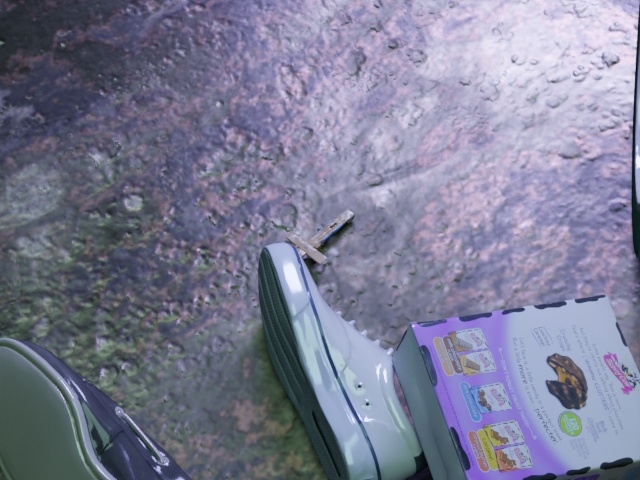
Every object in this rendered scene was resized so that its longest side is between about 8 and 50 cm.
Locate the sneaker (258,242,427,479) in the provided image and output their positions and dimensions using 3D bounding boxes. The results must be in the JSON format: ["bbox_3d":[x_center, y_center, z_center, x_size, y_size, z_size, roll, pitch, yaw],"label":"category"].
[{"bbox_3d":[0.017,0.113,1.592,0.091,0.094,0.258,-12,65,-22],"label":"sneaker"}]

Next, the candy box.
[{"bbox_3d":[0.183,0.144,1.529,0.196,0.070,0.165,-7,60,-20],"label":"candy box"}]

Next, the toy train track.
[{"bbox_3d":[0.000,0.000,1.685,0.083,0.014,0.048,-39,59,-21],"label":"toy train track"}]

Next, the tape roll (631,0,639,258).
[{"bbox_3d":[0.323,-0.142,1.555,0.077,0.321,0.321,3,63,6],"label":"tape roll"}]

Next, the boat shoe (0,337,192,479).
[{"bbox_3d":[-0.185,0.215,1.557,0.335,0.095,0.112,46,110,27],"label":"boat shoe"}]
